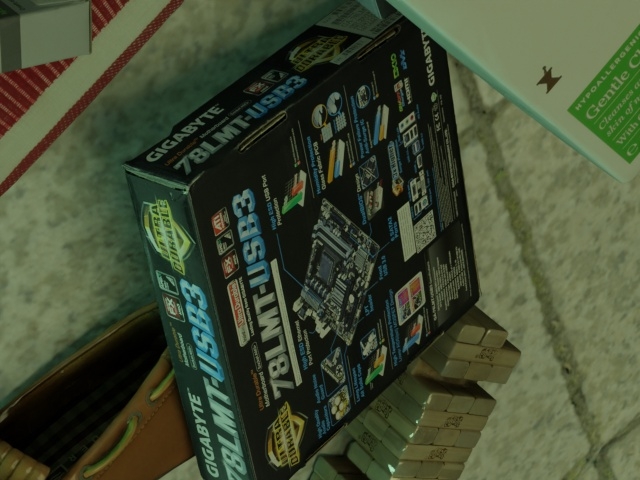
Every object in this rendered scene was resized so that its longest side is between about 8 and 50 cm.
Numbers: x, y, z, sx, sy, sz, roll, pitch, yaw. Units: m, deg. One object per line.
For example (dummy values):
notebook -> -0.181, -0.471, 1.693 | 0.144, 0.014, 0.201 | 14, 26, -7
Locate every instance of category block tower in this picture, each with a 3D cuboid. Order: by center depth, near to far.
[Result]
block tower -> 0.062, 0.205, 1.469 | 0.091, 0.097, 0.335 | 11, 111, -41

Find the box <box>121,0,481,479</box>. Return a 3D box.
box -> 0.000, 0.000, 1.227 | 0.293, 0.073, 0.295 | -40, 133, -35

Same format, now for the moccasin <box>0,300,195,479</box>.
moccasin -> -0.228, 0.175, 1.185 | 0.380, 0.139, 0.147 | -32, 132, -18

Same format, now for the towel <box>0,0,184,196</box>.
towel -> -0.248, -0.178, 1.013 | 0.237, 0.037, 0.329 | -47, 136, -4

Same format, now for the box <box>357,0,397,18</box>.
box -> 0.017, -0.299, 1.052 | 0.142, 0.163, 0.247 | -34, 134, -13

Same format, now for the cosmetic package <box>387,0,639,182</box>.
cosmetic package -> 0.110, -0.208, 0.959 | 0.197, 0.155, 0.365 | -52, 137, 8

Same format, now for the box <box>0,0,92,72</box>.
box -> -0.244, -0.127, 0.917 | 0.186, 0.145, 0.038 | -17, 125, -32
